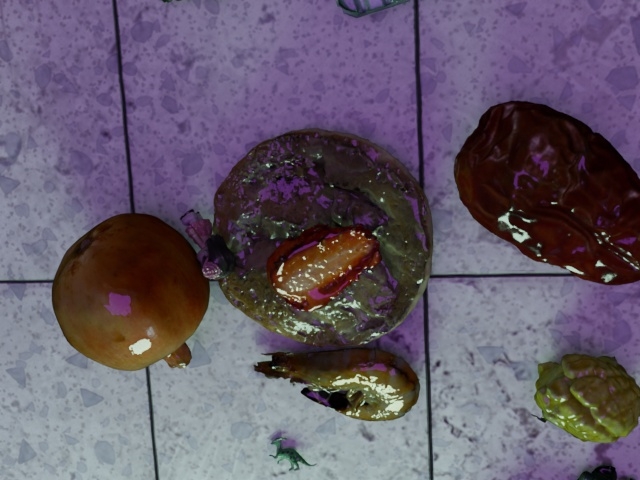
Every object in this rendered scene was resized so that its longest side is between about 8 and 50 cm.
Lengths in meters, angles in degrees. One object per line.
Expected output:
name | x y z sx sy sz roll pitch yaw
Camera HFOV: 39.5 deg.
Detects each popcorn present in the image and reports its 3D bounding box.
popcorn | 0.412 0.247 1.401 0.173 0.173 0.142 15 95 7

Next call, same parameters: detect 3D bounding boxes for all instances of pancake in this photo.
pancake | 0.001 -0.001 1.457 0.386 0.082 0.387 3 102 17

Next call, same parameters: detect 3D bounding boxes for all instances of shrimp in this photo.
shrimp | 0.028 0.245 1.516 0.287 0.063 0.152 1 124 18

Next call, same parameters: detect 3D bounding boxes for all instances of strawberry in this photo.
strawberry | 0.007 0.031 1.385 0.188 0.082 0.121 -25 117 11

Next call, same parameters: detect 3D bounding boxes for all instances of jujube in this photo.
jujube | 0.364 -0.057 1.336 0.342 0.216 0.216 32 105 -10

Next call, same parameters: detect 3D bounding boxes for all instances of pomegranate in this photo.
pomegranate | -0.296 0.097 1.450 0.229 0.252 0.270 -28 116 23

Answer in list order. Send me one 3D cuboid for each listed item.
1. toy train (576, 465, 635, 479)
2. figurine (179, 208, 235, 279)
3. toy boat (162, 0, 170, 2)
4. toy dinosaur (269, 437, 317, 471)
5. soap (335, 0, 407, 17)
toy train | 0.491 0.448 1.467 0.170 0.071 0.111 30 111 4
figurine | -0.184 0.006 1.453 0.054 0.072 0.129 -32 71 12
toy boat | -0.166 -0.452 1.397 0.088 0.089 0.229 36 108 -13
toy dinosaur | -0.050 0.374 1.571 0.083 0.021 0.062 -15 85 14
soap | 0.067 -0.480 1.355 0.150 0.094 0.261 -16 96 7
